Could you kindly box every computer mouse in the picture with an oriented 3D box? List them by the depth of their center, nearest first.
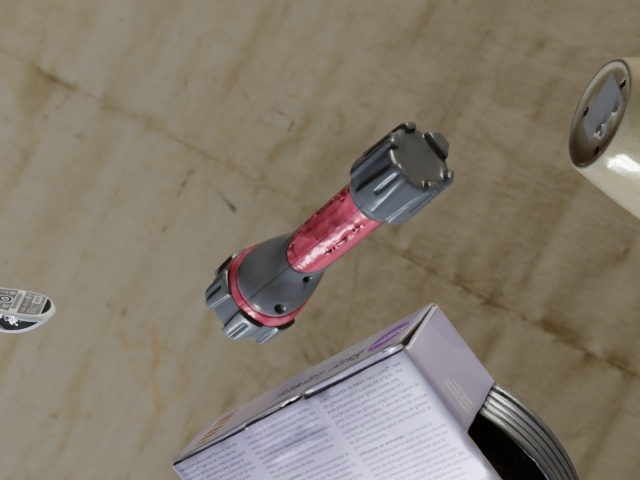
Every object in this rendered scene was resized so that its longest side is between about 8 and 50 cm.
[{"bbox_3d":[-0.436,0.086,1.171,0.106,0.193,0.042,-96,-160,-67],"label":"computer mouse"}]

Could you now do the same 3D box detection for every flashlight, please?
[{"bbox_3d":[0.000,0.000,0.934,0.304,0.103,0.103,-40,-134,41],"label":"flashlight"}]

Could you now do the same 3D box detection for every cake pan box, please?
[{"bbox_3d":[0.053,0.198,0.665,0.267,0.246,0.070,-35,-173,37],"label":"cake pan box"}]

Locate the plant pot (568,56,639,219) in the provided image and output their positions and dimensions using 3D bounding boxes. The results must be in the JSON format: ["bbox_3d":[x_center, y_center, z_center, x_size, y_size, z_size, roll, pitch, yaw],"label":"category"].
[{"bbox_3d":[0.426,-0.100,1.019,0.256,0.274,0.256,-163,-90,-80],"label":"plant pot"}]
